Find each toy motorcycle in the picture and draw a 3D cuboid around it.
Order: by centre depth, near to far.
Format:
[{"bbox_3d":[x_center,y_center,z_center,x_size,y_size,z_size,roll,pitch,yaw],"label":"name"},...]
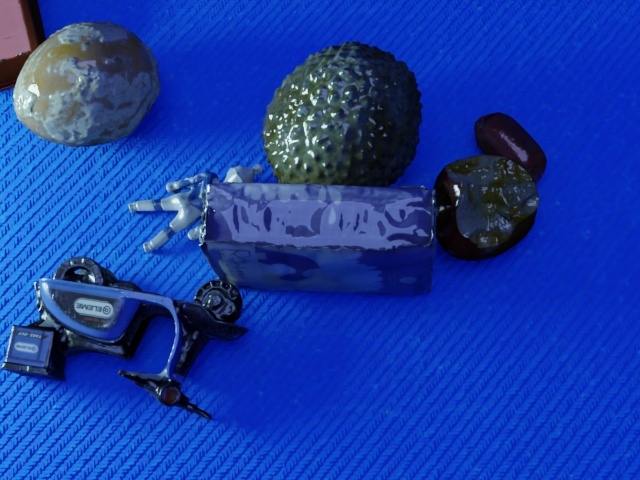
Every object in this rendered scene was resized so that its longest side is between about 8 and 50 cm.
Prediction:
[{"bbox_3d":[-0.290,0.146,1.723,0.359,0.125,0.212,8,78,9],"label":"toy motorcycle"}]

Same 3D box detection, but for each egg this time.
[{"bbox_3d":[-0.381,-0.253,1.832,0.245,0.203,0.203,-26,70,-16],"label":"egg"}]

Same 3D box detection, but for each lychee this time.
[{"bbox_3d":[0.033,-0.182,1.750,0.255,0.274,0.255,5,52,-6],"label":"lychee"}]

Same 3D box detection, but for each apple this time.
[{"bbox_3d":[0.256,-0.050,1.746,0.158,0.147,0.156,-3,58,-17],"label":"apple"}]

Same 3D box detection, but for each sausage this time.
[{"bbox_3d":[0.308,-0.150,1.817,0.076,0.076,0.141,-35,71,-9],"label":"sausage"}]

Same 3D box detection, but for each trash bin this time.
[{"bbox_3d":[-0.552,-0.391,1.912,0.161,0.184,0.238,-18,75,-3],"label":"trash bin"}]

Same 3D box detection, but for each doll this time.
[{"bbox_3d":[-0.192,-0.061,1.825,0.227,0.057,0.114,-26,63,3],"label":"doll"}]

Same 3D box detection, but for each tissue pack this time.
[{"bbox_3d":[0.000,0.000,1.689,0.344,0.242,0.125,1,73,4],"label":"tissue pack"}]
